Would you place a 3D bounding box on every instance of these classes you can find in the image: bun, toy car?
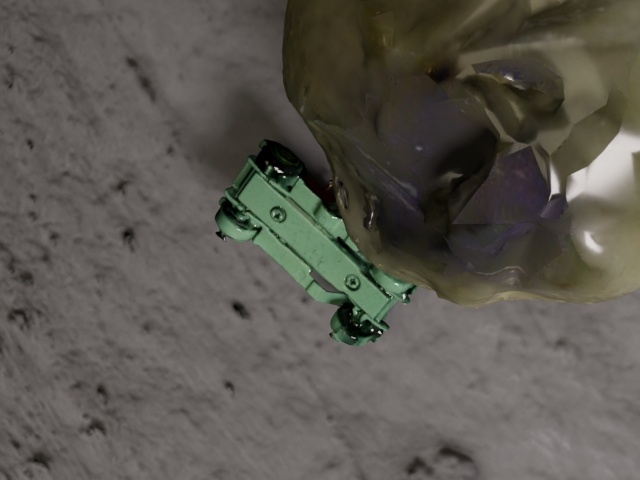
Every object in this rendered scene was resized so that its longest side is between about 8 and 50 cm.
[{"bbox_3d":[0.102,-0.075,0.690,0.272,0.168,0.273,14,123,23],"label":"bun"},{"bbox_3d":[0.000,0.000,0.842,0.143,0.054,0.073,41,119,9],"label":"toy car"}]
